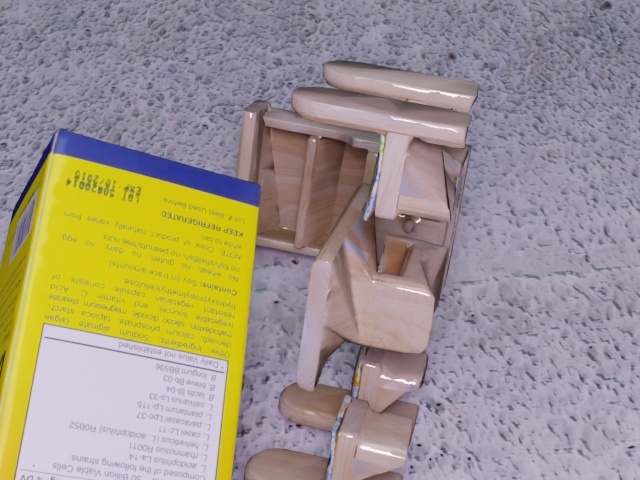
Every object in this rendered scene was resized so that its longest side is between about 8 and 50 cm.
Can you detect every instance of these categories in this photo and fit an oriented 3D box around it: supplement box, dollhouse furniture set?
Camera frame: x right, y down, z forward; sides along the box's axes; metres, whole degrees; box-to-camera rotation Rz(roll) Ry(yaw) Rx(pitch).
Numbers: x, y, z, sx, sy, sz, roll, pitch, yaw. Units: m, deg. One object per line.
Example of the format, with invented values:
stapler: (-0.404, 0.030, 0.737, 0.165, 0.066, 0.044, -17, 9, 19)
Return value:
supplement box: (-0.191, 0.118, 0.898, 0.194, 0.195, 0.357, 15, 64, -22)
dollhouse furniture set: (0.000, 0.000, 1.012, 0.256, 0.362, 0.394, 11, 21, 8)
